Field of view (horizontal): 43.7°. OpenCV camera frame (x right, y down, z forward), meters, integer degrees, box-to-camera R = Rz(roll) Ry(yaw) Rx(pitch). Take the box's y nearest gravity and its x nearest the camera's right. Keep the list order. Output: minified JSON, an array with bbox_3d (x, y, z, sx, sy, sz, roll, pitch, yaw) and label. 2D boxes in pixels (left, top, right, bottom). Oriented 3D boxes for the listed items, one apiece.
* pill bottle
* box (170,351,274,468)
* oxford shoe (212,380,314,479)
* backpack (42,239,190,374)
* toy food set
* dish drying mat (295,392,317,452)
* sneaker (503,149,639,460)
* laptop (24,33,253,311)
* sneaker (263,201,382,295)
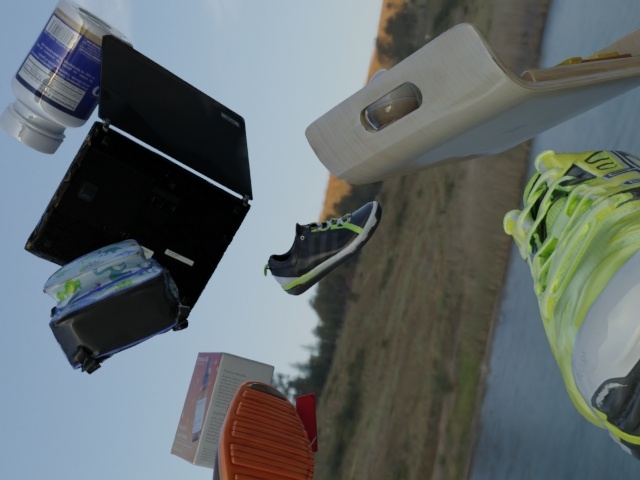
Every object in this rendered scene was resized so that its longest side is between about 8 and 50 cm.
[{"bbox_3d":[-0.344,-0.214,1.065,0.186,0.112,0.112,-54,-5,10],"label":"pill bottle"},{"bbox_3d":[-0.155,0.267,1.251,0.130,0.091,0.170,-18,56,63],"label":"box"},{"bbox_3d":[-0.091,0.329,0.960,0.132,0.130,0.363,-53,23,32],"label":"oxford shoe"},{"bbox_3d":[-0.174,0.048,0.668,0.084,0.105,0.114,67,167,-9],"label":"backpack"},{"bbox_3d":[0.164,-0.144,0.731,0.306,0.220,0.092,-16,-95,-37],"label":"toy food set"},{"bbox_3d":[-0.018,0.253,1.095,0.008,0.032,0.083,8,103,55],"label":"dish drying mat"},{"bbox_3d":[0.180,0.017,0.510,0.145,0.147,0.385,-63,-16,15],"label":"sneaker"},{"bbox_3d":[-0.216,-0.079,0.999,0.234,0.136,0.264,28,-88,-38],"label":"laptop"},{"bbox_3d":[0.000,0.000,1.371,0.235,0.097,0.084,-41,12,10],"label":"sneaker"}]
